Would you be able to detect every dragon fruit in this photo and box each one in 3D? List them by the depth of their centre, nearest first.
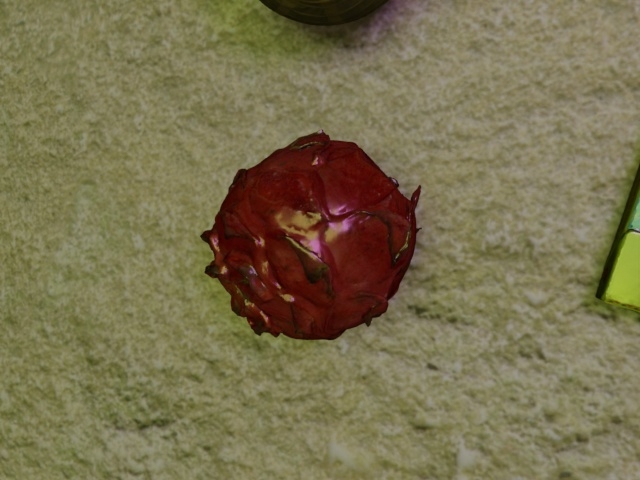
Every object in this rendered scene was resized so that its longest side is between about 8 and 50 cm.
[{"bbox_3d":[-0.010,0.001,0.599,0.241,0.241,0.252,24,86,15],"label":"dragon fruit"}]

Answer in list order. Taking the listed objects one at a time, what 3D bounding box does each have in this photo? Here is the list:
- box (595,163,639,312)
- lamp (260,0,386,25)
[{"bbox_3d":[0.451,-0.064,0.550,0.187,0.047,0.334,17,96,16],"label":"box"},{"bbox_3d":[0.010,-0.397,0.596,0.251,0.250,0.284,-4,51,17],"label":"lamp"}]
